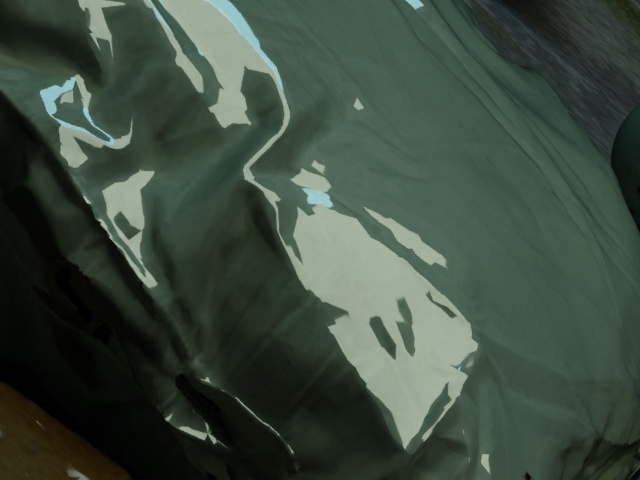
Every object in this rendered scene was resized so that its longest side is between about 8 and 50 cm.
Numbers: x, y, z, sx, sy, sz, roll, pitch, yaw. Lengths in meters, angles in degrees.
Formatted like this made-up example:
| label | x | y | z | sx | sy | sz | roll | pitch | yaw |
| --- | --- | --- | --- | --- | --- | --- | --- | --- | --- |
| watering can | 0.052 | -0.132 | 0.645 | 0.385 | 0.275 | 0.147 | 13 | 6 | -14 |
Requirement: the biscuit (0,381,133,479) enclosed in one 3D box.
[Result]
| label | x | y | z | sx | sy | sz | roll | pitch | yaw |
| --- | --- | --- | --- | --- | --- | --- | --- | --- | --- |
| biscuit | -0.079 | 0.093 | 0.362 | 0.226 | 0.042 | 0.226 | 33 | 20 | -14 |

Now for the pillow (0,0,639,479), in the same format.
| label | x | y | z | sx | sy | sz | roll | pitch | yaw |
| --- | --- | --- | --- | --- | --- | --- | --- | --- | --- |
| pillow | 0.000 | 0.000 | 0.571 | 0.283 | 0.138 | 0.310 | 52 | 23 | 10 |

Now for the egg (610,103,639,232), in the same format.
| label | x | y | z | sx | sy | sz | roll | pitch | yaw |
| --- | --- | --- | --- | --- | --- | --- | --- | --- | --- |
| egg | 0.240 | -0.035 | 1.075 | 0.131 | 0.131 | 0.164 | 23 | 19 | -39 |
